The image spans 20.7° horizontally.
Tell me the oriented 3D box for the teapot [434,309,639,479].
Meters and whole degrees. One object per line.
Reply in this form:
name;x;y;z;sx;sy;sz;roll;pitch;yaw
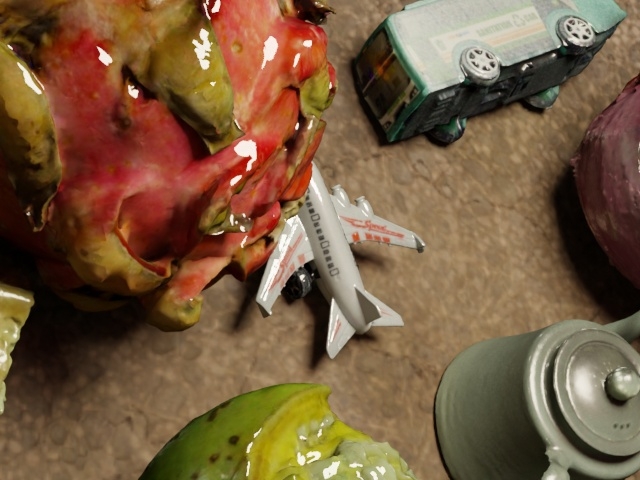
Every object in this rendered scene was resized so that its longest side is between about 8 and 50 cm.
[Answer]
teapot;0.191;0.137;1.346;0.162;0.149;0.239;46;52;-7

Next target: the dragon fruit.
dragon fruit;-0.129;-0.069;1.170;0.296;0.314;0.262;-27;101;-29

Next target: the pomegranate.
pomegranate;-0.005;0.218;1.163;0.302;0.236;0.236;18;53;-64

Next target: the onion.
onion;0.363;-0.012;1.521;0.267;0.159;0.348;-36;97;-26

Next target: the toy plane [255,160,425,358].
toy plane;0.000;0.000;1.342;0.162;0.065;0.171;-22;79;-36

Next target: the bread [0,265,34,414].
bread;-0.322;0.053;1.081;0.268;0.130;0.152;12;26;-27

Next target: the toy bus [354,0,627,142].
toy bus;0.147;-0.163;1.499;0.262;0.091;0.109;-21;70;-38
